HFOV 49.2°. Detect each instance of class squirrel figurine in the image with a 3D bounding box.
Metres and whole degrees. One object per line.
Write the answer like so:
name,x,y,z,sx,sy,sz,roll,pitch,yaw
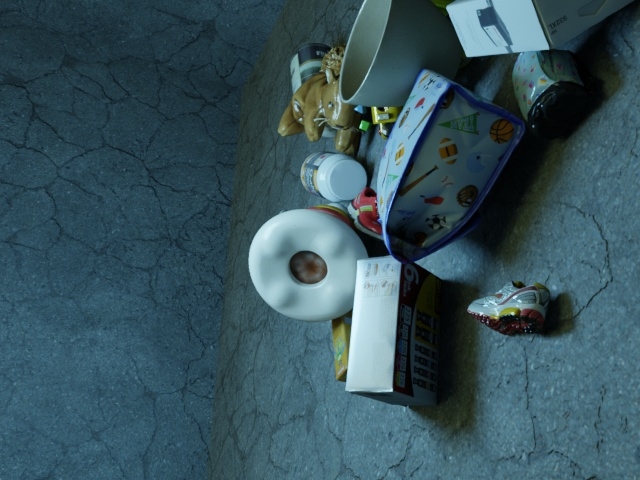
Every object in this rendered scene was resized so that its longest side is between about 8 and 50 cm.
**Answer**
squirrel figurine,0.069,-0.491,2.257,0.370,0.281,0.397,159,132,-80

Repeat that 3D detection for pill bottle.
pill bottle,0.045,-0.215,2.351,0.278,0.162,0.162,-152,76,-70

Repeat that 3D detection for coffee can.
coffee can,-0.012,-0.599,2.690,0.275,0.201,0.201,-97,29,-43

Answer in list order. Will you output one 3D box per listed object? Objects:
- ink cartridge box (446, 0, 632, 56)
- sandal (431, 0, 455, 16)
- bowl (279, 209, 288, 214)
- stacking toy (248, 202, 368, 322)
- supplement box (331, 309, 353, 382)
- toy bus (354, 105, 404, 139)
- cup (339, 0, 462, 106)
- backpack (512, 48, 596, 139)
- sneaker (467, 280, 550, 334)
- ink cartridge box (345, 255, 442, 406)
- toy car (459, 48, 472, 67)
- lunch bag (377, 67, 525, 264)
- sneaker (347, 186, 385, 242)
ink cartridge box,0.429,-0.477,1.386,0.223,0.129,0.307,-33,19,-9
sandal,0.302,-0.647,2.013,0.138,0.126,0.317,-114,43,-65
bowl,-0.047,0.035,2.391,0.298,0.134,0.298,-7,-90,-77
stacking toy,0.000,0.000,2.157,0.480,0.350,0.350,-66,0,-65
supplement box,0.085,0.296,2.038,0.233,0.080,0.078,-97,28,-41
toy bus,0.196,-0.362,2.002,0.191,0.202,0.104,-55,-13,25
cup,0.216,-0.475,1.775,0.331,0.237,0.331,-165,90,-74
backpack,0.454,-0.311,1.391,0.152,0.115,0.182,123,155,-48
sneaker,0.377,0.132,1.387,0.093,0.088,0.225,-60,16,-16
ink cartridge box,0.196,0.223,1.645,0.130,0.272,0.309,-8,67,36
toy car,0.345,-0.396,1.827,0.239,0.053,0.225,124,151,-45
lunch bag,0.256,-0.158,1.580,0.385,0.239,0.328,-62,8,15
sneaker,0.159,-0.081,2.057,0.118,0.107,0.279,-55,30,15
